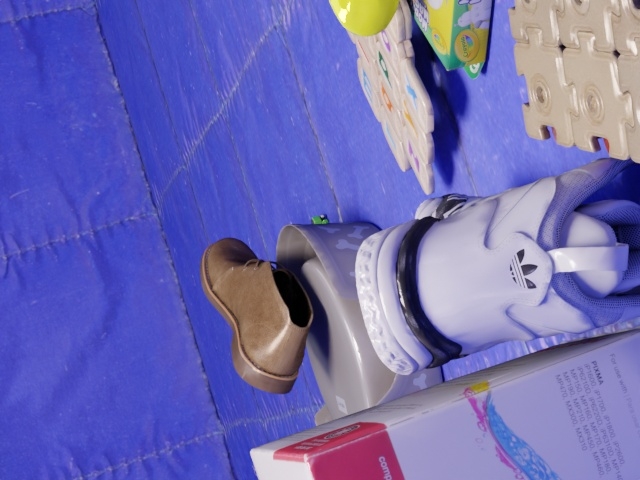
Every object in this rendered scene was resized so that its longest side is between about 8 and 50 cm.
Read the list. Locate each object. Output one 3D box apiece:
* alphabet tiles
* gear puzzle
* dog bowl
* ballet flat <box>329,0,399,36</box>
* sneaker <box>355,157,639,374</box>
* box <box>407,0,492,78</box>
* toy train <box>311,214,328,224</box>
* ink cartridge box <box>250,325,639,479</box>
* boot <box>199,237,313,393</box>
[{"bbox_3d":[0.065,-0.196,1.585,0.284,0.021,0.278,81,167,-60],"label":"alphabet tiles"},{"bbox_3d":[0.227,-0.139,1.086,0.339,0.044,0.175,-153,50,-67],"label":"gear puzzle"},{"bbox_3d":[0.050,0.136,1.918,0.349,0.102,0.348,164,90,-77],"label":"dog bowl"},{"bbox_3d":[0.048,-0.300,1.390,0.077,0.077,0.230,138,140,-70],"label":"ballet flat"},{"bbox_3d":[0.176,0.015,1.261,0.366,0.210,0.137,-20,-85,-70],"label":"sneaker"},{"bbox_3d":[0.115,-0.236,1.388,0.179,0.043,0.105,87,162,-47],"label":"box"},{"bbox_3d":[0.000,0.000,2.117,0.017,0.024,0.083,-122,22,-48],"label":"toy train"},{"bbox_3d":[0.119,0.183,1.289,0.226,0.306,0.131,150,103,-76],"label":"ink cartridge box"},{"bbox_3d":[-0.072,0.063,1.966,0.115,0.112,0.305,-65,27,22],"label":"boot"}]
